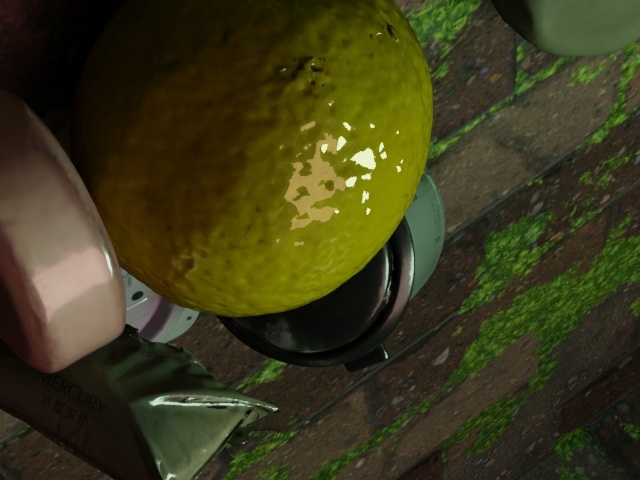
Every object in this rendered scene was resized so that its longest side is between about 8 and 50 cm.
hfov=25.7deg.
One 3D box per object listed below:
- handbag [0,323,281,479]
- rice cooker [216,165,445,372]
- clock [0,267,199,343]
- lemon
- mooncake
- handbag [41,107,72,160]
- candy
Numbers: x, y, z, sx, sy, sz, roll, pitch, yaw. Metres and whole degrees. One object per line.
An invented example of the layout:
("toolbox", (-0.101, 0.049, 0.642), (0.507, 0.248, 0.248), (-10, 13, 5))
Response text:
("handbag", (-0.185, 0.138, 1.271), (0.182, 0.270, 0.117), (-44, 151, -42))
("rice cooker", (0.000, 0.000, 1.474), (0.241, 0.280, 0.227), (-21, -172, 24))
("clock", (-0.231, 0.050, 1.460), (0.227, 0.090, 0.248), (-28, 149, -24))
("lemon", (-0.059, -0.095, 1.217), (0.336, 0.336, 0.336), (-30, 151, -19))
("mooncake", (0.299, -0.328, 1.523), (0.275, 0.135, 0.275), (-27, 147, -19))
("handbag", (-0.235, -0.089, 1.312), (0.061, 0.027, 0.083), (-49, 152, 16))
("candy", (-0.256, -0.014, 1.170), (0.094, 0.255, 0.255), (-29, 151, -21))
